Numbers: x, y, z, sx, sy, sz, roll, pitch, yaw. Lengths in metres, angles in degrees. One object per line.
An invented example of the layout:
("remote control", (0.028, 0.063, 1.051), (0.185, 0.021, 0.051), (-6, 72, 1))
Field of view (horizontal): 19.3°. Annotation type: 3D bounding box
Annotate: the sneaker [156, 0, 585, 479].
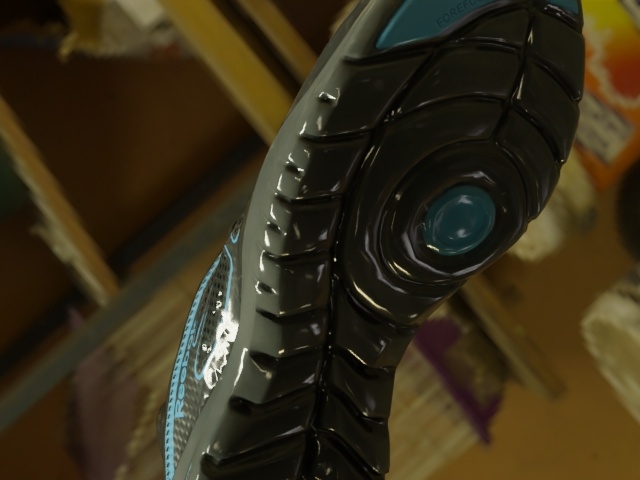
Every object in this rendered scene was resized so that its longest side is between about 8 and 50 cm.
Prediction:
("sneaker", (0.000, 0.000, 0.848), (0.125, 0.341, 0.139), (16, -158, -26))
